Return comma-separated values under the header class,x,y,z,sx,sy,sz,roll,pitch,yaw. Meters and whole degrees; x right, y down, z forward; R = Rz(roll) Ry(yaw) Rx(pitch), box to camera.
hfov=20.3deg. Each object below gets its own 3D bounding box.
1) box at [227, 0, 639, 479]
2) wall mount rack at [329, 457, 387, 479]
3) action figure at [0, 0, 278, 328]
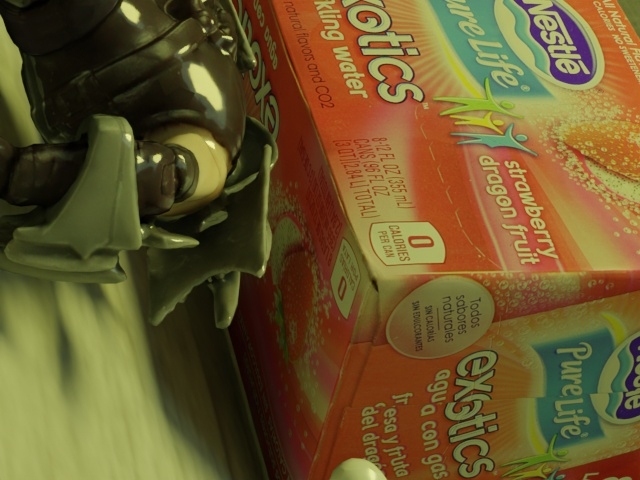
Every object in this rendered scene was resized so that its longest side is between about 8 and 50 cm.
class,x,y,z,sx,sy,sz,roll,pitch,yaw
box,0.036,-0.042,0.722,0.300,0.154,0.142,-110,-155,-43
wall mount rack,0.114,0.221,0.568,0.304,0.130,0.350,17,47,-25
action figure,-0.084,-0.088,0.490,0.285,0.099,0.185,62,0,-40
